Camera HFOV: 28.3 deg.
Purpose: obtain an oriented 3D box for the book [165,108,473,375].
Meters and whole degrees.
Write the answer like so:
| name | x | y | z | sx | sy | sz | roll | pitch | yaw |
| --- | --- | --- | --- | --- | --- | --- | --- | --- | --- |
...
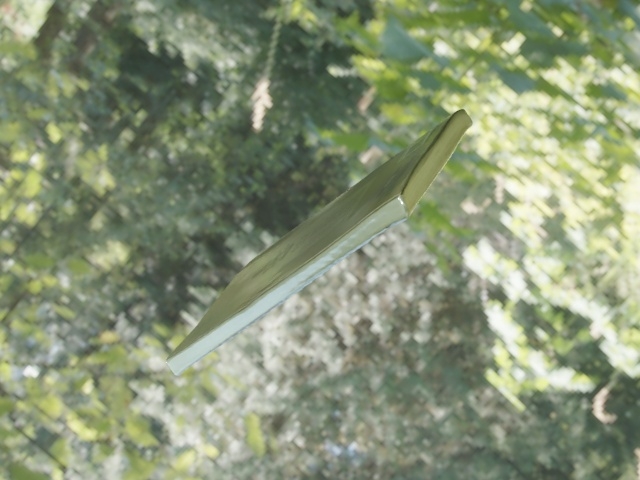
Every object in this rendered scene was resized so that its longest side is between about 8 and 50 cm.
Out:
| name | x | y | z | sx | sy | sz | roll | pitch | yaw |
| --- | --- | --- | --- | --- | --- | --- | --- | --- | --- |
| book | 0.000 | 0.000 | 0.764 | 0.016 | 0.199 | 0.138 | 49 | -147 | -8 |
